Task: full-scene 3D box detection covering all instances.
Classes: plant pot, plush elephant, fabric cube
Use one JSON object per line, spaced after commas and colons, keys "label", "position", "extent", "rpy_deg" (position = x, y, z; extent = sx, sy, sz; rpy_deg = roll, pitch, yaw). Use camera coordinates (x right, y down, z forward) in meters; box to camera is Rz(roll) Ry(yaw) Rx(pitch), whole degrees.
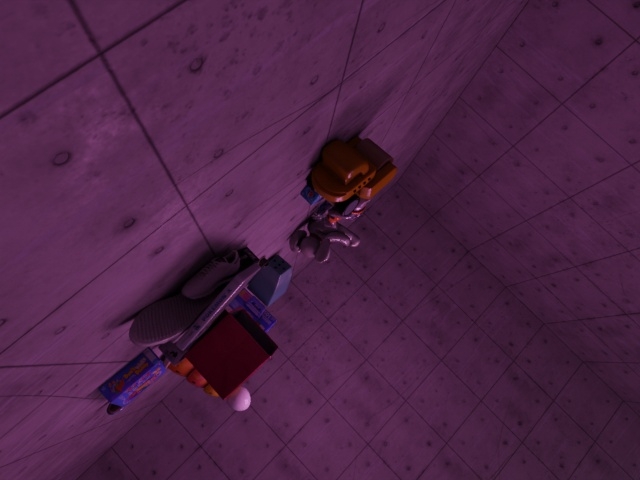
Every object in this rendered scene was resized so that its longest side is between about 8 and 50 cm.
{"label": "plant pot", "position": [-0.262, 0.204, 2.305], "extent": [0.166, 0.165, 0.234], "rpy_deg": [-38, 163, -46]}
{"label": "plush elephant", "position": [0.000, 0.000, 2.200], "extent": [0.255, 0.272, 0.330], "rpy_deg": [-57, 145, -1]}
{"label": "fabric cube", "position": [-0.372, 0.474, 1.815], "extent": [0.258, 0.259, 0.254], "rpy_deg": [-43, 175, -1]}

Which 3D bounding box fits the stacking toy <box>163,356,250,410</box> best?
{"label": "stacking toy", "position": [-0.533, 0.680, 2.187], "extent": [0.350, 0.480, 0.350], "rpy_deg": [-44, 174, -6]}

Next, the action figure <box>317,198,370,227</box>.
{"label": "action figure", "position": [0.149, -0.175, 1.791], "extent": [0.341, 0.178, 0.330], "rpy_deg": [-42, -175, -7]}

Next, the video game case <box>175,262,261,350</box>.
{"label": "video game case", "position": [-0.339, 0.213, 1.459], "extent": [0.300, 0.036, 0.329], "rpy_deg": [-48, -178, 3]}

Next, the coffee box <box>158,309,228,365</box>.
{"label": "coffee box", "position": [-0.550, 0.387, 1.822], "extent": [0.297, 0.119, 0.168], "rpy_deg": [-48, 173, 30]}

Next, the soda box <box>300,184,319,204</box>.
{"label": "soda box", "position": [0.010, -0.214, 1.708], "extent": [0.071, 0.067, 0.210], "rpy_deg": [-49, 171, 35]}

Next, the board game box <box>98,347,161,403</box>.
{"label": "board game box", "position": [-0.794, 0.595, 1.815], "extent": [0.233, 0.078, 0.347], "rpy_deg": [-41, 173, -28]}

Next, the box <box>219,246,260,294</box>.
{"label": "box", "position": [-0.342, 0.123, 1.625], "extent": [0.180, 0.077, 0.147], "rpy_deg": [-47, 174, 18]}

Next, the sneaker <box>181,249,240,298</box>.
{"label": "sneaker", "position": [-0.371, 0.111, 1.428], "extent": [0.235, 0.090, 0.094], "rpy_deg": [-35, 148, -44]}

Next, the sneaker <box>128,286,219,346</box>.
{"label": "sneaker", "position": [-0.481, 0.262, 1.399], "extent": [0.150, 0.135, 0.366], "rpy_deg": [-52, 169, 32]}

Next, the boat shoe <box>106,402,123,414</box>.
{"label": "boat shoe", "position": [-0.926, 0.734, 1.987], "extent": [0.183, 0.066, 0.066], "rpy_deg": [-52, 176, -47]}

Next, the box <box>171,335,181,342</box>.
{"label": "box", "position": [-0.538, 0.321, 1.620], "extent": [0.101, 0.087, 0.102], "rpy_deg": [-45, 173, 4]}

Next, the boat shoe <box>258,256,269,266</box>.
{"label": "boat shoe", "position": [-0.283, 0.115, 2.109], "extent": [0.049, 0.042, 0.133], "rpy_deg": [-45, 175, -13]}

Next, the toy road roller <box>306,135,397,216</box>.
{"label": "toy road roller", "position": [0.117, -0.265, 1.503], "extent": [0.330, 0.202, 0.240], "rpy_deg": [-40, 162, -19]}

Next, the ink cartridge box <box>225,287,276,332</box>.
{"label": "ink cartridge box", "position": [-0.413, 0.438, 2.322], "extent": [0.151, 0.270, 0.395], "rpy_deg": [-42, 174, -37]}
